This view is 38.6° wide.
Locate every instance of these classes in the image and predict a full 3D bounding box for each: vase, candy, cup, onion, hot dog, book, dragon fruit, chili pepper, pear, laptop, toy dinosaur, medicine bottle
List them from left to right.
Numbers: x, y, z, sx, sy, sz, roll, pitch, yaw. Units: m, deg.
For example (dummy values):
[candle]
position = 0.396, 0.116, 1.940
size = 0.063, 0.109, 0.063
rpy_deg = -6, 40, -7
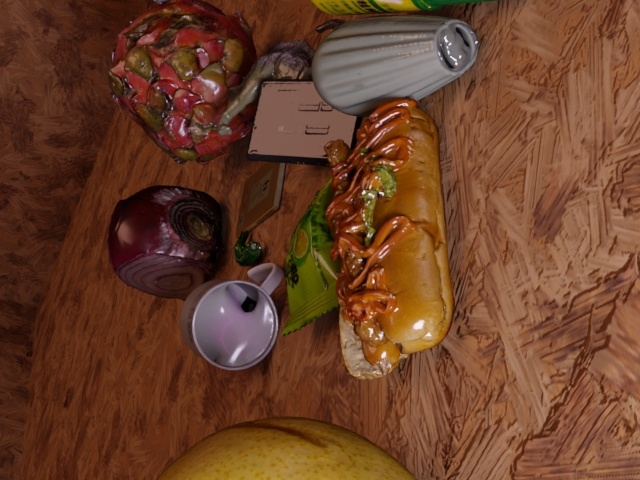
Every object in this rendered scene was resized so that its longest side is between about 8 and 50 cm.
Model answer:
[onion]
position = -0.308, -0.015, 1.776
size = 0.216, 0.206, 0.207
rpy_deg = -45, 36, 47
[dragon fruit]
position = -0.205, -0.290, 1.707
size = 0.296, 0.314, 0.263
rpy_deg = -52, 38, -10
[cup]
position = -0.146, 0.106, 1.423
size = 0.142, 0.134, 0.174
rpy_deg = 1, 76, 68
[chili pepper]
position = -0.125, 0.019, 1.565
size = 0.056, 0.035, 0.118
rpy_deg = -64, 16, 5
[book]
position = -0.106, -0.082, 1.613
size = 0.172, 0.012, 0.118
rpy_deg = -33, 45, 57
[pear]
position = -0.035, 0.308, 0.833
size = 0.314, 0.314, 0.315
rpy_deg = -46, 35, 47
[toy dinosaur]
position = -0.053, -0.253, 1.473
size = 0.294, 0.077, 0.162
rpy_deg = -10, 62, 30
[laptop]
position = -0.025, -0.179, 1.370
size = 0.197, 0.016, 0.135
rpy_deg = 6, 81, 35
[candy]
position = 0.000, 0.000, 1.250
size = 0.149, 0.069, 0.247
rpy_deg = -40, 39, 56
[hot dog]
position = 0.068, -0.013, 1.043
size = 0.158, 0.117, 0.349
rpy_deg = -44, 36, 47
[vase]
position = 0.092, -0.224, 1.139
size = 0.248, 0.128, 0.128
rpy_deg = 3, 77, 58
[medicine bottle]
position = 0.110, -0.315, 1.104
size = 0.308, 0.111, 0.076
rpy_deg = 11, 105, 47
